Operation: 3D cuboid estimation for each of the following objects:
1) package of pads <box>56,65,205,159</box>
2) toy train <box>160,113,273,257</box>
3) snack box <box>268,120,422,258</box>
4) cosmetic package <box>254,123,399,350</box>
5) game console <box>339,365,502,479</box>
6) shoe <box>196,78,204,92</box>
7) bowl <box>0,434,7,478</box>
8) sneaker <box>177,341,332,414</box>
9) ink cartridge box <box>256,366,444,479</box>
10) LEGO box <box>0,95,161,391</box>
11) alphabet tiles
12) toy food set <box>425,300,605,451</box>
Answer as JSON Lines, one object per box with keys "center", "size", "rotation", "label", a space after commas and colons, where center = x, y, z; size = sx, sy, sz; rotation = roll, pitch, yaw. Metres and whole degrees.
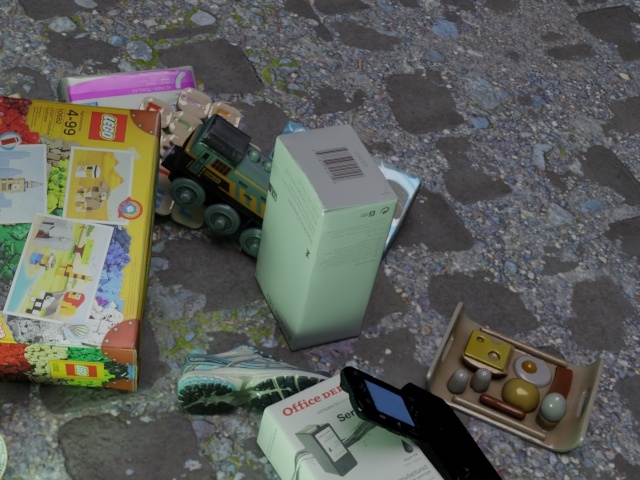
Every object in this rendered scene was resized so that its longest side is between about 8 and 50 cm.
{"center": [-0.393, -0.241, 2.112], "size": [0.297, 0.101, 0.229], "rotation": [-10, 85, -21], "label": "package of pads"}
{"center": [-0.156, -0.104, 1.989], "size": [0.334, 0.190, 0.142], "rotation": [36, 41, -13], "label": "toy train"}
{"center": [0.034, -0.111, 2.132], "size": [0.322, 0.060, 0.187], "rotation": [25, 72, 11], "label": "snack box"}
{"center": [0.000, 0.000, 1.842], "size": [0.156, 0.385, 0.217], "rotation": [-11, 48, -23], "label": "cosmetic package"}
{"center": [0.163, 0.310, 1.672], "size": [0.361, 0.044, 0.213], "rotation": [31, 17, -44], "label": "game console"}
{"center": [-0.321, -0.295, 2.276], "size": [0.058, 0.077, 0.219], "rotation": [47, 45, -17], "label": "shoe"}
{"center": [-0.582, 0.369, 1.568], "size": [0.170, 0.080, 0.170], "rotation": [6, 47, -7], "label": "bowl"}
{"center": [-0.114, 0.236, 1.786], "size": [0.283, 0.110, 0.122], "rotation": [3, 43, -10], "label": "sneaker"}
{"center": [0.047, 0.376, 1.682], "size": [0.198, 0.114, 0.273], "rotation": [-21, 55, -29], "label": "ink cartridge box"}
{"center": [-0.495, 0.001, 1.793], "size": [0.373, 0.193, 0.500], "rotation": [4, 59, -8], "label": "LEGO box"}
{"center": [-0.272, -0.174, 2.084], "size": [0.278, 0.021, 0.284], "rotation": [23, 73, -18], "label": "alphabet tiles"}
{"center": [0.374, 0.250, 1.892], "size": [0.306, 0.092, 0.219], "rotation": [23, 47, 8], "label": "toy food set"}
